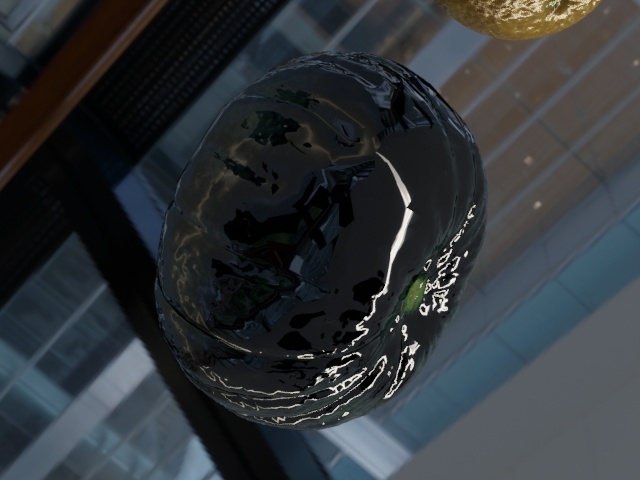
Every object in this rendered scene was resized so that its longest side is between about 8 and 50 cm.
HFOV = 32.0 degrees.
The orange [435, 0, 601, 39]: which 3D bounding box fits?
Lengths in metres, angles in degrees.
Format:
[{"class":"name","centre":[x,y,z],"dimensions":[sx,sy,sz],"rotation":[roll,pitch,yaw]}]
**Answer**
[{"class":"orange","centre":[0.176,-0.301,1.020],"dimensions":[0.236,0.236,0.236],"rotation":[-46,-168,13]}]

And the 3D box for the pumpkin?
[{"class":"pumpkin","centre":[0.000,0.000,0.574],"dimensions":[0.202,0.140,0.202],"rotation":[-42,149,-33]}]
